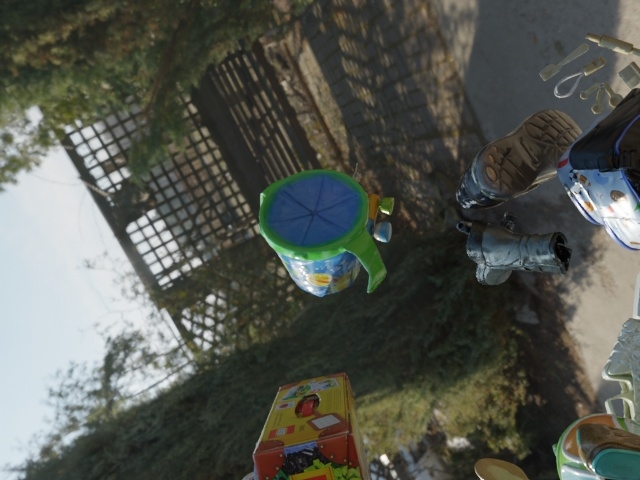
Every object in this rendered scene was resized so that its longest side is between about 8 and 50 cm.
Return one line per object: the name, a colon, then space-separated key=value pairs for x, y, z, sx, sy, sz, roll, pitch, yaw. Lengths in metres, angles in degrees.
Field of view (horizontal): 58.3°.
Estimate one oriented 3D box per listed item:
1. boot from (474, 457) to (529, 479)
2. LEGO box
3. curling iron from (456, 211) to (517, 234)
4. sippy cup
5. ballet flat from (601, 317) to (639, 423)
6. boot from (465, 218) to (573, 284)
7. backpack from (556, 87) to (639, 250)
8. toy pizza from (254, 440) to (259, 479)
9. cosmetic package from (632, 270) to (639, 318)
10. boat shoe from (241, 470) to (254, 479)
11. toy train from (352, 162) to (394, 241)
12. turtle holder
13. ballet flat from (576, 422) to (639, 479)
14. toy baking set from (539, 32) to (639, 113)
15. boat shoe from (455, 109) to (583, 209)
boot: x=0.563 y=0.751 z=1.612 sx=0.295 sy=0.104 sz=0.211 roll=19 pitch=130 yaw=25
LEGO box: x=0.013 y=0.548 z=1.295 sx=0.500 sy=0.193 sz=0.372 roll=27 pitch=-131 yaw=-88
curling iron: x=0.317 y=-0.027 z=1.111 sx=0.035 sy=0.068 sz=0.274 roll=38 pitch=-159 yaw=30
sippy cup: x=0.000 y=0.000 z=1.277 sx=0.224 sy=0.240 sz=0.305 roll=77 pitch=179 yaw=-50
ballet flat: x=0.839 y=0.406 z=1.551 sx=0.147 sy=0.147 sz=0.408 roll=88 pitch=-178 yaw=-70
boot: x=0.363 y=0.040 z=1.026 sx=0.161 sy=0.083 sz=0.246 roll=12 pitch=167 yaw=29
backpack: x=0.568 y=-0.111 z=0.994 sx=0.263 sy=0.276 sz=0.213 roll=52 pitch=166 yaw=-10
toy pizza: x=-0.144 y=0.620 z=1.488 sx=0.201 sy=0.032 sz=0.201 roll=-4 pitch=-90 yaw=-90
cosmetic package: x=1.035 y=0.171 z=1.724 sx=0.184 sy=0.151 sz=0.151 roll=20 pitch=-102 yaw=-64
boat shoe: x=-0.139 y=0.702 z=1.697 sx=0.076 sy=0.080 sz=0.228 roll=19 pitch=-172 yaw=33
toy train: x=0.137 y=-0.107 z=1.565 sx=0.143 sy=0.248 sz=0.105 roll=7 pitch=155 yaw=19
turtle holder: x=0.674 y=0.551 z=1.278 sx=0.227 sy=0.243 sz=0.320 roll=48 pitch=-147 yaw=-70
ballet flat: x=0.652 y=0.429 z=1.124 sx=0.124 sy=0.342 sz=0.116 roll=-91 pitch=18 yaw=-69
toy baking set: x=0.755 y=-0.466 z=1.582 sx=0.256 sy=0.196 sz=0.030 roll=28 pitch=-160 yaw=11
boat shoe: x=0.386 y=-0.157 z=1.117 sx=0.130 sy=0.355 sz=0.132 roll=-37 pitch=77 yaw=55
